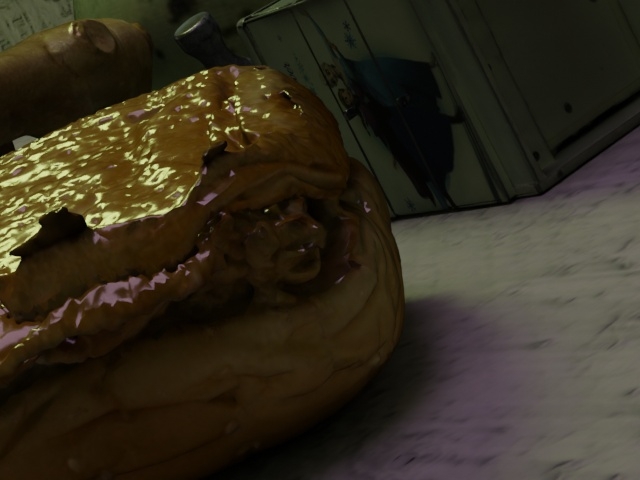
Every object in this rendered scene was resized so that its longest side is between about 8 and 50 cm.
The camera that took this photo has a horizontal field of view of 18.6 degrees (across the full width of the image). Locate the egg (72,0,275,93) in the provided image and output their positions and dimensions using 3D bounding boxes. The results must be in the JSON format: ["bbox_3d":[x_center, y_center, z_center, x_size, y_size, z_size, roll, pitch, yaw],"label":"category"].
[{"bbox_3d":[-0.043,-0.236,1.652,0.379,0.287,0.287,-38,6,26],"label":"egg"}]

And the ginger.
[{"bbox_3d":[-0.283,-0.064,1.434,0.363,0.122,0.348,-39,-18,-2],"label":"ginger"}]

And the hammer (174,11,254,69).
[{"bbox_3d":[-0.113,-0.021,1.346,0.037,0.137,0.290,-16,30,46],"label":"hammer"}]

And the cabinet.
[{"bbox_3d":[0.081,-0.110,1.154,0.150,0.145,0.206,-33,13,-27],"label":"cabinet"}]

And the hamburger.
[{"bbox_3d":[-0.106,0.038,0.909,0.319,0.158,0.318,-26,12,6],"label":"hamburger"}]
